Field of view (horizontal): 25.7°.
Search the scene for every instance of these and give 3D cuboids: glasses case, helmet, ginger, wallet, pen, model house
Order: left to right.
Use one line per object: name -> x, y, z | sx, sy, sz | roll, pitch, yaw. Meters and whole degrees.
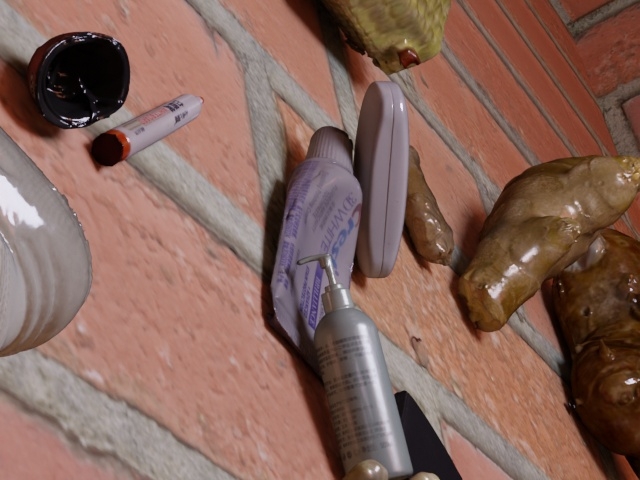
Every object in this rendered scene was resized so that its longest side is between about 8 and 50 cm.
helmet -> -0.175, -0.111, 0.954 | 0.084, 0.049, 0.065 | -17, 116, -46
pen -> -0.125, -0.091, 1.089 | 0.026, 0.026, 0.218 | 61, 19, -7
model house -> 0.058, -0.331, 1.657 | 0.196, 0.160, 0.254 | 49, 20, -53
glasses case -> 0.057, -0.057, 1.354 | 0.074, 0.049, 0.193 | -119, -149, -67
ginger -> 0.112, -0.049, 1.612 | 0.069, 0.051, 0.173 | 41, 30, -54
wallet -> 0.128, 0.259, 1.280 | 0.244, 0.025, 0.124 | 55, 20, -17
ginger -> 0.302, -0.005, 1.763 | 0.375, 0.236, 0.166 | -73, 148, -59
ginger -> 0.423, 0.143, 1.975 | 0.254, 0.176, 0.418 | 46, 30, -54

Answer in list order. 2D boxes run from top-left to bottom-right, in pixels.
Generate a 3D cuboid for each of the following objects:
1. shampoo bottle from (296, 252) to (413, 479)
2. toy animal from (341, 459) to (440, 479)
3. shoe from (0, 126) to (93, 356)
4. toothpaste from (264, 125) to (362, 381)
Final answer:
shampoo bottle -> 0.027, 0.102, 1.144 | 0.056, 0.056, 0.195 | 18, 57, -64
toy animal -> 0.052, 0.223, 0.845 | 0.121, 0.233, 0.169 | 43, 19, -56
shoe -> -0.230, -0.047, 0.631 | 0.316, 0.124, 0.159 | 55, 27, -21
toothpaste -> -0.002, -0.001, 1.252 | 0.099, 0.068, 0.282 | 25, 40, -17
